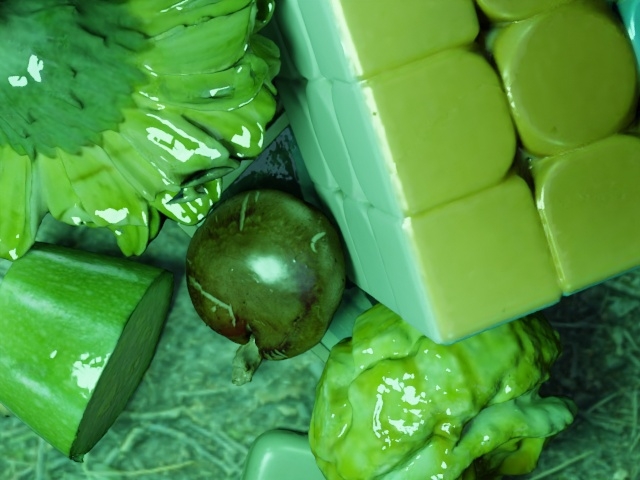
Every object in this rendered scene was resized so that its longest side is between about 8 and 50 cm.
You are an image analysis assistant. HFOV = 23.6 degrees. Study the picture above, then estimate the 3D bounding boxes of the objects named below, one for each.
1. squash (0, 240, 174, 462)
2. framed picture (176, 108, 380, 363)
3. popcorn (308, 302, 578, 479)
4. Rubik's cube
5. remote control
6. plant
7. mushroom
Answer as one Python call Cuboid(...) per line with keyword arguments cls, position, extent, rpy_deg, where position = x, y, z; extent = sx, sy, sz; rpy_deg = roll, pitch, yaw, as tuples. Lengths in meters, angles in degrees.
Cuboid(cls="squash", position=(-0.198, 0.080, 1.204), extent=(0.122, 0.170, 0.170), rpy_deg=(24, 96, -1))
Cuboid(cls="framed picture", position=(0.000, 0.000, 1.292), extent=(0.150, 0.015, 0.203), rpy_deg=(-45, 104, 0))
Cuboid(cls="popcorn", position=(0.095, 0.129, 1.238), extent=(0.221, 0.204, 0.184), rpy_deg=(-36, 65, -5))
Cuboid(cls="Rubik's cube", position=(0.137, -0.126, 1.145), extent=(0.291, 0.290, 0.291), rpy_deg=(-21, 102, -10))
Cuboid(cls="remote control", position=(-0.054, 0.316, 1.330), extent=(0.090, 0.038, 0.310), rpy_deg=(12, 97, -11))
Cuboid(cls="plant", position=(-0.165, -0.115, 1.083), extent=(0.261, 0.297, 0.306), rpy_deg=(34, 92, -1))
Cuboid(cls="mushroom", position=(-0.050, 0.043, 1.232), extent=(0.135, 0.080, 0.171), rpy_deg=(24, 120, 24))
